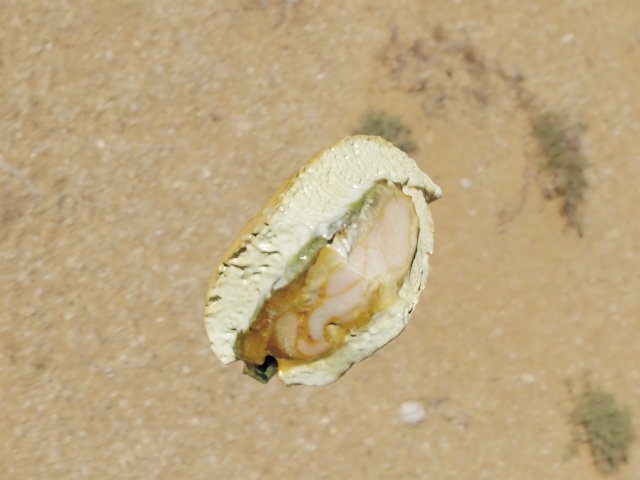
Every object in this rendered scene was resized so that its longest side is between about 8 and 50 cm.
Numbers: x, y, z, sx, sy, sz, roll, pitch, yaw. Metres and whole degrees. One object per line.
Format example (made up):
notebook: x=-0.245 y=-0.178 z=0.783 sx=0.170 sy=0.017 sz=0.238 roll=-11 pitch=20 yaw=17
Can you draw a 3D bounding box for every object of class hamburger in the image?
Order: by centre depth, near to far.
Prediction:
hamburger: x=0.000 y=0.000 z=1.163 sx=0.135 sy=0.155 sz=0.208 roll=45 pitch=38 yaw=-16
